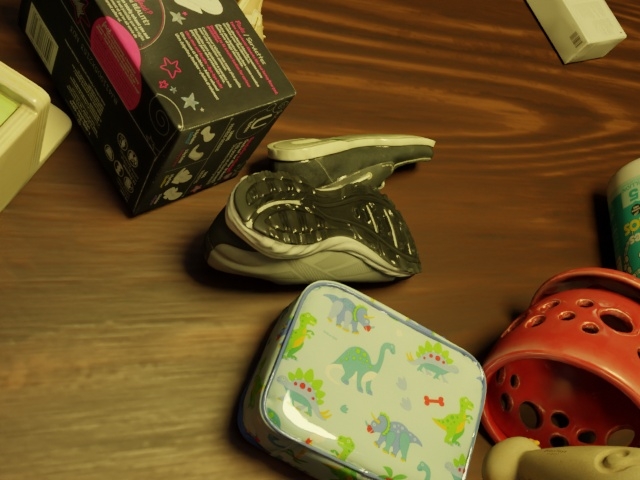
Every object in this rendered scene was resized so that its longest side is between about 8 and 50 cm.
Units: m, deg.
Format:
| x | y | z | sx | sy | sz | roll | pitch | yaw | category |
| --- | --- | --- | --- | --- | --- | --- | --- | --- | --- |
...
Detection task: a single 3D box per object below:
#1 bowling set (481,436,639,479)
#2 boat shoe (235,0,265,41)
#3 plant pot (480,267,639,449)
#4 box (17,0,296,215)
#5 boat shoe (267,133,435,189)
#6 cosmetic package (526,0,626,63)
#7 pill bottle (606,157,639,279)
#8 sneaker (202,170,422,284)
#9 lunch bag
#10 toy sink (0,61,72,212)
| x | y | z | sx | sy | sz | roll | pitch | yaw | category |
| --- | --- | --- | --- | --- | --- | --- | --- | --- | --- |
| 0.108 | 0.260 | 0.419 | 0.287 | 0.154 | 0.199 | -22 | 94 | -32 | bowling set |
| -0.096 | -0.238 | 0.851 | 0.059 | 0.063 | 0.170 | 40 | 51 | -31 | boat shoe |
| 0.281 | 0.139 | 0.766 | 0.191 | 0.191 | 0.174 | 46 | 47 | 1 | plant pot |
| -0.167 | -0.181 | 0.719 | 0.142 | 0.163 | 0.247 | -26 | 79 | -37 | box |
| 0.039 | -0.083 | 0.836 | 0.233 | 0.084 | 0.079 | -14 | 106 | -37 | boat shoe |
| 0.376 | -0.397 | 1.156 | 0.099 | 0.060 | 0.239 | -17 | 74 | -30 | cosmetic package |
| 0.454 | 0.029 | 0.926 | 0.146 | 0.146 | 0.264 | 15 | 59 | -19 | pill bottle |
| 0.000 | 0.000 | 0.755 | 0.272 | 0.108 | 0.100 | 10 | 53 | -40 | sneaker |
| 0.046 | 0.149 | 0.700 | 0.219 | 0.090 | 0.176 | 28 | 57 | -11 | lunch bag |
| -0.329 | -0.096 | 0.616 | 0.153 | 0.131 | 0.234 | 34 | 55 | -8 | toy sink |
